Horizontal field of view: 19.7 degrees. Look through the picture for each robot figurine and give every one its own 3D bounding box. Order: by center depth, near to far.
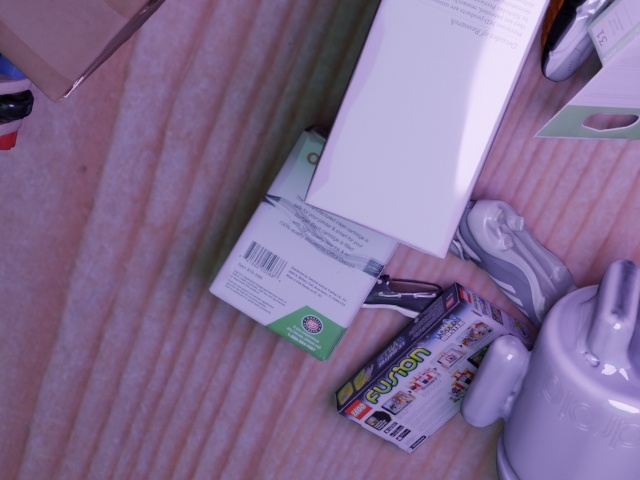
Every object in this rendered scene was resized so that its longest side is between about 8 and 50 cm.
[{"bbox_3d":[0.301,0.188,1.949,0.300,0.200,0.353,19,130,7],"label":"robot figurine"}]

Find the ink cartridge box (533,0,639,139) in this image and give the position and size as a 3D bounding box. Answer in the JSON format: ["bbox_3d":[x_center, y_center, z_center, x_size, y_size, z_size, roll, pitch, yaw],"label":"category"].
[{"bbox_3d":[0.328,-0.183,1.810,0.235,0.171,0.056,-43,57,45],"label":"ink cartridge box"}]

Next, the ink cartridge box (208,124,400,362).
[{"bbox_3d":[0.000,0.000,1.982,0.153,0.087,0.208,33,102,1],"label":"ink cartridge box"}]

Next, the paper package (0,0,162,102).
[{"bbox_3d":[-0.273,-0.343,1.792,0.325,0.309,0.168,43,121,-8],"label":"paper package"}]

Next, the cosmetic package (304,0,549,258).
[{"bbox_3d":[0.122,-0.189,1.790,0.155,0.197,0.365,21,104,2],"label":"cosmetic package"}]

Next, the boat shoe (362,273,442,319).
[{"bbox_3d":[0.074,0.055,2.046,0.125,0.046,0.038,14,117,4],"label":"boat shoe"}]

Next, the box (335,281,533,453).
[{"bbox_3d":[0.125,0.145,2.061,0.114,0.036,0.207,32,120,-26],"label":"box"}]

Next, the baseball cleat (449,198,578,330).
[{"bbox_3d":[0.205,0.025,1.996,0.109,0.072,0.206,9,142,49],"label":"baseball cleat"}]

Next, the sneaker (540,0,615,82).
[{"bbox_3d":[0.317,-0.246,1.821,0.121,0.099,0.262,25,125,-14],"label":"sneaker"}]

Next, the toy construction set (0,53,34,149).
[{"bbox_3d":[-0.481,-0.124,1.986,0.257,0.237,0.309,38,118,-6],"label":"toy construction set"}]
